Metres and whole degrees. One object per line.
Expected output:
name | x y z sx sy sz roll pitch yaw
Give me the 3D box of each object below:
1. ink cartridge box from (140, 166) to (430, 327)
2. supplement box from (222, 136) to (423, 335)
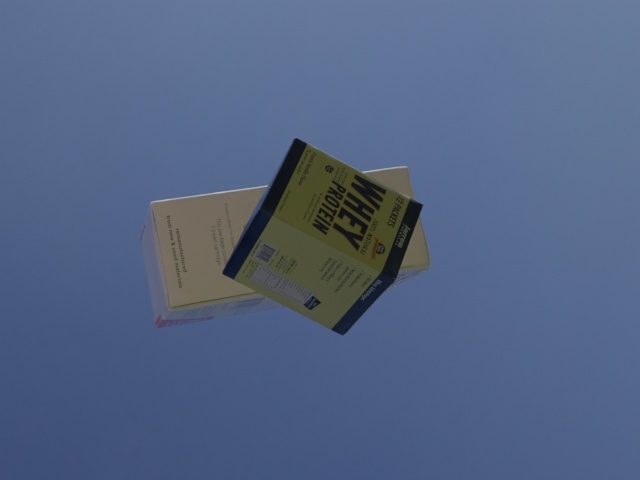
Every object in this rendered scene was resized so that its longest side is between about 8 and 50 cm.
ink cartridge box | -0.048 0.012 1.117 0.283 0.207 0.117 -9 -99 -15
supplement box | 0.000 0.000 0.580 0.083 0.083 0.056 28 -124 -6
